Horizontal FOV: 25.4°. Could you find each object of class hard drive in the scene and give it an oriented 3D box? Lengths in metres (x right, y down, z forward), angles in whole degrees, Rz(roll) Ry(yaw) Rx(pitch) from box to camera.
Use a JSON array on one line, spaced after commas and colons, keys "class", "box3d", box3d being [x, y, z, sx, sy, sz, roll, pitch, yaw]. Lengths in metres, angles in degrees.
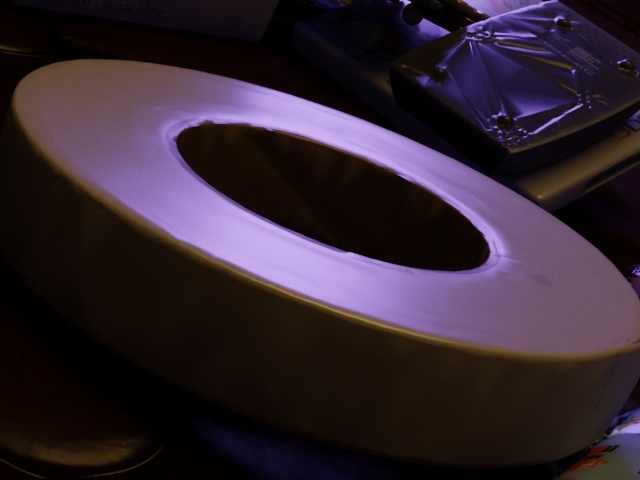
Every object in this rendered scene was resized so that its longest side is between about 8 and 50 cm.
[{"class": "hard drive", "box3d": [0.199, -0.146, 1.353, 0.254, 0.054, 0.172, -26, 54, -38]}]

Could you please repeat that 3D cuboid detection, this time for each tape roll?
[{"class": "tape roll", "box3d": [0.000, 0.000, 0.834, 0.392, 0.072, 0.392, 19, 18, -7]}]

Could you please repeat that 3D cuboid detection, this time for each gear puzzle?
[{"class": "gear puzzle", "box3d": [0.004, -0.289, 1.445, 0.339, 0.044, 0.175, 33, 11, 31]}]

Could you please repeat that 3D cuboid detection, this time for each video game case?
[{"class": "video game case", "box3d": [0.185, -0.166, 1.444, 0.300, 0.036, 0.329, -26, 53, -39]}]

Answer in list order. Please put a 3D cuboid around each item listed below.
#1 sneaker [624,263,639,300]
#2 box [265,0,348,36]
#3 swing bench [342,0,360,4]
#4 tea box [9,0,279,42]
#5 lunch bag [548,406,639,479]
[{"class": "sneaker", "box3d": [0.275, 0.057, 1.164, 0.071, 0.068, 0.170, 14, 10, 5]}, {"class": "box", "box3d": [-0.069, -0.277, 1.525, 0.184, 0.045, 0.190, 42, 23, 27]}, {"class": "swing bench", "box3d": [0.117, -0.394, 1.752, 0.254, 0.253, 0.165, 14, 24, -33]}, {"class": "tea box", "box3d": [-0.154, -0.377, 1.249, 0.220, 0.323, 0.329, 39, 22, 27]}, {"class": "lunch bag", "box3d": [0.259, 0.166, 0.781, 0.293, 0.138, 0.221, 25, 19, 22]}]
